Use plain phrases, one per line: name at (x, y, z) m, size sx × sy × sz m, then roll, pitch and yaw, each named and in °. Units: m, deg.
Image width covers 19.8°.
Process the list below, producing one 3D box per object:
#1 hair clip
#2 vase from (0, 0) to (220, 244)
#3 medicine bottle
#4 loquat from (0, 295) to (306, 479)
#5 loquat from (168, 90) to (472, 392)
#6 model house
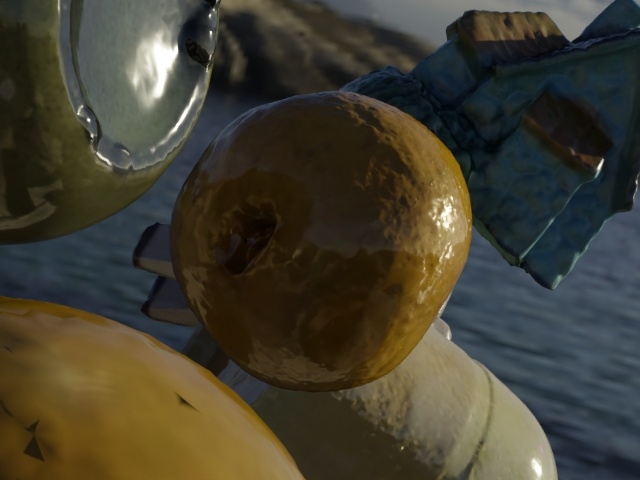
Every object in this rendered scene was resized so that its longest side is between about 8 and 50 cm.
hair clip at (-0.029, 0.055, 1.874) m, size 0.331 × 0.101 × 0.085 m, roll 8°, pitch 36°, yaw 15°
vase at (-0.234, -0.152, 0.946) m, size 0.302 × 0.241 × 0.329 m, roll 6°, pitch -39°, yaw 26°
medicine bottle at (0.073, 0.204, 1.696) m, size 0.406 × 0.235 × 0.236 m, roll 40°, pitch -4°, yaw -22°
loquat at (-0.120, 0.143, 0.552) m, size 0.275 × 0.274 × 0.275 m, roll 13°, pitch 7°, yaw -2°
loquat at (0.000, 0.000, 1.248) m, size 0.208 × 0.208 × 0.208 m, roll 13°, pitch 7°, yaw -2°
model house at (0.170, -0.120, 1.466) m, size 0.226 × 0.241 × 0.261 m, roll 44°, pitch 2°, yaw -5°
